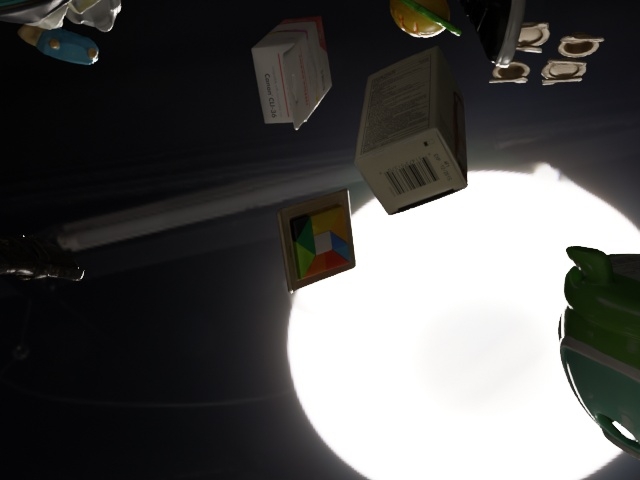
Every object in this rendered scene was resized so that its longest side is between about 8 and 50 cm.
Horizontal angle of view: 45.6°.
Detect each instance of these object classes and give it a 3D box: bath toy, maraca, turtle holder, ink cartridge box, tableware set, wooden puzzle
[{"bbox_3d":[-0.364,-0.462,1.200,0.151,0.129,0.348,18,-68,-32],"label":"bath toy"},{"bbox_3d":[0.198,-0.436,1.449,0.127,0.186,0.099,16,-66,-31],"label":"maraca"},{"bbox_3d":[0.415,0.126,0.818,0.320,0.228,0.243,11,19,34],"label":"turtle holder"},{"bbox_3d":[-0.044,-0.246,1.114,0.067,0.198,0.115,-1,-61,17],"label":"ink cartridge box"},{"bbox_3d":[0.326,-0.267,1.105,0.141,0.020,0.169,3,-16,4],"label":"tableware set"},{"bbox_3d":[0.000,0.000,1.942,0.238,0.044,0.221,-21,-67,-35],"label":"wooden puzzle"}]

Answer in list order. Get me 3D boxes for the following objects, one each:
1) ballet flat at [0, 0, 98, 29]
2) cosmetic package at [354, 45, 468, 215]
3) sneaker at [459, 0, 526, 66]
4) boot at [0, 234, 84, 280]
[{"bbox_3d":[-0.321,-0.304,0.937,0.074,0.203,0.074,31,-33,23],"label":"ballet flat"},{"bbox_3d":[0.161,-0.194,1.312,0.153,0.296,0.129,-20,-57,25],"label":"cosmetic package"},{"bbox_3d":[0.166,-0.290,0.877,0.121,0.217,0.079,9,-32,0],"label":"sneaker"},{"bbox_3d":[-0.549,0.012,1.242,0.263,0.091,0.229,27,9,21],"label":"boot"}]
